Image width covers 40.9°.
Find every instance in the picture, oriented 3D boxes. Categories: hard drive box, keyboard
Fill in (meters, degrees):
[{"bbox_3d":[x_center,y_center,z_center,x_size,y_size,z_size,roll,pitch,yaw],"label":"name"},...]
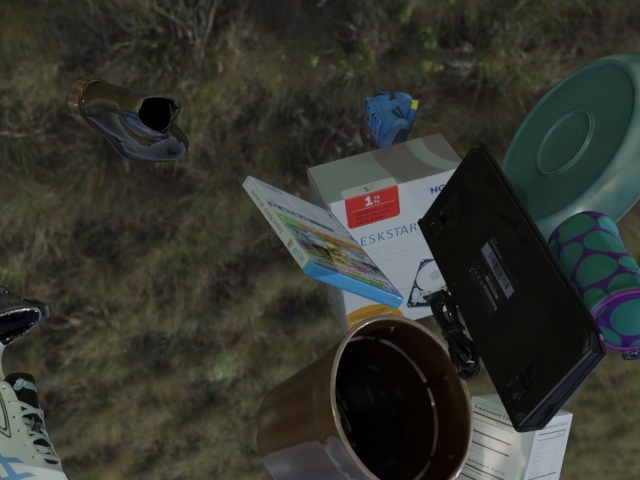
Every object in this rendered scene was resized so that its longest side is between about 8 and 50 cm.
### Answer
[{"bbox_3d":[0.092,-0.002,1.113,0.181,0.089,0.232,-17,129,-8],"label":"hard drive box"},{"bbox_3d":[0.107,0.031,0.533,0.023,0.180,0.108,13,127,-27],"label":"keyboard"}]

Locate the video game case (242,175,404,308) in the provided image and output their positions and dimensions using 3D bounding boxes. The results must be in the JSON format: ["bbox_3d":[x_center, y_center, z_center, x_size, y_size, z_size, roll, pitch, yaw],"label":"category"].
[{"bbox_3d":[0.000,0.000,0.836,0.119,0.166,0.015,23,109,-38],"label":"video game case"}]

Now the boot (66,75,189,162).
[{"bbox_3d":[-0.214,-0.141,1.100,0.106,0.082,0.219,14,176,30],"label":"boot"}]

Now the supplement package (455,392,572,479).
[{"bbox_3d":[0.333,0.405,1.517,0.134,0.244,0.139,15,-175,42],"label":"supplement package"}]

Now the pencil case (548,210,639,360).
[{"bbox_3d":[0.240,0.031,0.720,0.070,0.152,0.064,6,117,-2],"label":"pencil case"}]

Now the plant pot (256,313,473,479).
[{"bbox_3d":[0.031,0.174,0.833,0.167,0.167,0.165,4,157,-36],"label":"plant pot"}]

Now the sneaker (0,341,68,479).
[{"bbox_3d":[-0.298,0.184,0.830,0.086,0.237,0.085,-47,150,-1],"label":"sneaker"}]

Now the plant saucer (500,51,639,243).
[{"bbox_3d":[0.343,-0.126,1.170,0.043,0.317,0.317,28,139,-20],"label":"plant saucer"}]

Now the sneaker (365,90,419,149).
[{"bbox_3d":[0.095,-0.170,1.271,0.082,0.209,0.069,20,119,0],"label":"sneaker"}]

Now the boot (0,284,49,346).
[{"bbox_3d":[-0.501,0.089,1.051,0.263,0.229,0.091,-28,135,-40],"label":"boot"}]
